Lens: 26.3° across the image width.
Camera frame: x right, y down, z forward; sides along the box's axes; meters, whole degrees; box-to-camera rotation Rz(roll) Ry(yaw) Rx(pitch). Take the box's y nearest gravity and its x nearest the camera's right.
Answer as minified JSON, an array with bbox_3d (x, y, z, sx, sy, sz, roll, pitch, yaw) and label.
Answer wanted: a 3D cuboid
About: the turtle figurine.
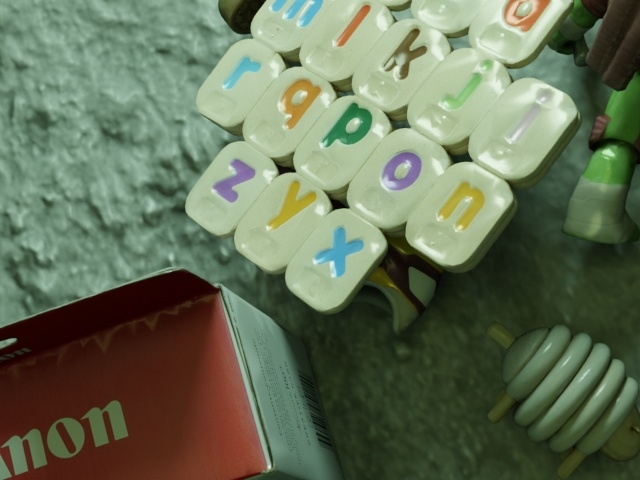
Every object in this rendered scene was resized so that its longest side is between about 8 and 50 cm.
[{"bbox_3d":[0.263,-0.128,0.960,0.198,0.275,0.266,6,97,-7],"label":"turtle figurine"}]

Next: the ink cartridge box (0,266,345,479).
[{"bbox_3d":[-0.170,0.148,0.904,0.309,0.272,0.130,-20,72,9],"label":"ink cartridge box"}]

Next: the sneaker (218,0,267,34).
[{"bbox_3d":[-0.015,-0.250,1.085,0.192,0.064,0.086,-39,63,1],"label":"sneaker"}]

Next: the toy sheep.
[{"bbox_3d":[0.165,0.103,0.932,0.132,0.091,0.091,38,87,1],"label":"toy sheep"}]

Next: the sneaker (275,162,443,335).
[{"bbox_3d":[0.000,0.000,1.008,0.185,0.069,0.084,25,78,20],"label":"sneaker"}]

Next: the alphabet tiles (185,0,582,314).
[{"bbox_3d":[0.038,-0.092,0.965,0.284,0.021,0.278,34,86,37],"label":"alphabet tiles"}]
